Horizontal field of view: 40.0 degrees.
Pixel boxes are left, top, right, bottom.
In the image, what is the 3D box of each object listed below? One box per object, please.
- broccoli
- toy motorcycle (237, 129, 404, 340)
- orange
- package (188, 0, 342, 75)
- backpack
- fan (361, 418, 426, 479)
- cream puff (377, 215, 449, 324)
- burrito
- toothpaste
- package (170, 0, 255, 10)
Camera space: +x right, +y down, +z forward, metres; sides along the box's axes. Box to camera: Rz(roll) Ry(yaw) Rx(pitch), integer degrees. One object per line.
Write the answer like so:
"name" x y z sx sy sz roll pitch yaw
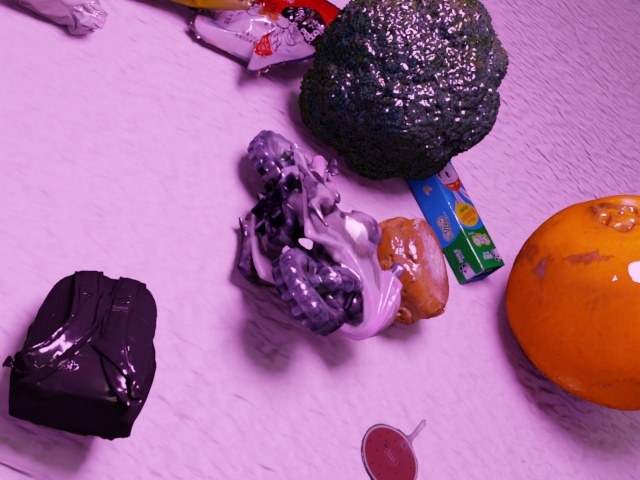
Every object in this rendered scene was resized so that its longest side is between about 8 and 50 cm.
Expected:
"broccoli" 0.113 -0.224 1.224 0.297 0.297 0.297 34 28 -19
"toy motorcycle" 0.000 0.000 1.047 0.188 0.143 0.327 32 27 -33
"orange" 0.416 0.085 1.233 0.312 0.312 0.312 24 46 -28
"package" -0.067 -0.309 1.268 0.194 0.071 0.269 42 36 2
"backpack" -0.205 0.102 0.793 0.119 0.106 0.165 17 29 -5
"fan" 0.094 0.245 1.038 0.085 0.005 0.133 54 40 5
"cream puff" 0.103 0.039 1.126 0.126 0.103 0.144 19 60 -58
"burrito" -0.340 -0.295 1.006 0.203 0.064 0.064 21 48 -30
"toothpaste" 0.184 -0.065 1.324 0.065 0.050 0.267 -6 66 -48
"package" -0.194 -0.374 1.165 0.226 0.090 0.168 10 43 -23
